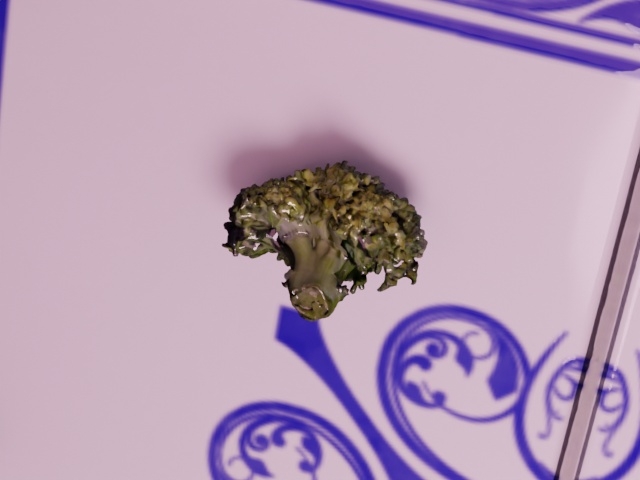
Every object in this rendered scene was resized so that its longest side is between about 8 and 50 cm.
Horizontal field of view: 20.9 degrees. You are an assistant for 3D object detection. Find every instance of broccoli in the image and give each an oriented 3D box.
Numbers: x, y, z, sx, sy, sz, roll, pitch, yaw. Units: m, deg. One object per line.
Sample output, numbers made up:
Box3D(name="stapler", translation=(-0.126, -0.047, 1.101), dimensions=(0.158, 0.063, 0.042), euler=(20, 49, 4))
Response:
Box3D(name="broccoli", translation=(0.000, 0.000, 0.978), dimensions=(0.097, 0.092, 0.095), euler=(35, 138, -18))
